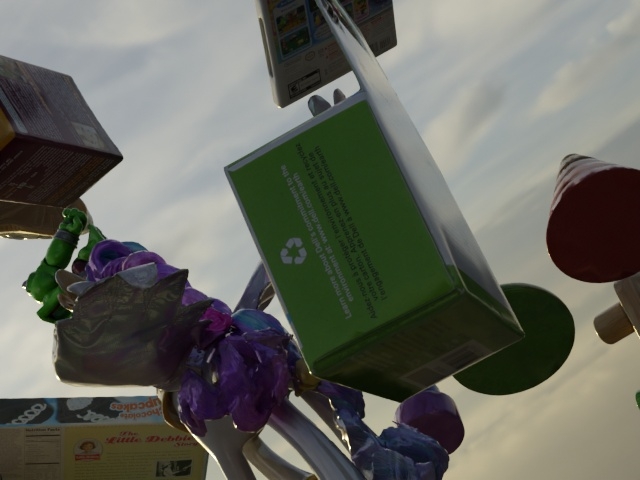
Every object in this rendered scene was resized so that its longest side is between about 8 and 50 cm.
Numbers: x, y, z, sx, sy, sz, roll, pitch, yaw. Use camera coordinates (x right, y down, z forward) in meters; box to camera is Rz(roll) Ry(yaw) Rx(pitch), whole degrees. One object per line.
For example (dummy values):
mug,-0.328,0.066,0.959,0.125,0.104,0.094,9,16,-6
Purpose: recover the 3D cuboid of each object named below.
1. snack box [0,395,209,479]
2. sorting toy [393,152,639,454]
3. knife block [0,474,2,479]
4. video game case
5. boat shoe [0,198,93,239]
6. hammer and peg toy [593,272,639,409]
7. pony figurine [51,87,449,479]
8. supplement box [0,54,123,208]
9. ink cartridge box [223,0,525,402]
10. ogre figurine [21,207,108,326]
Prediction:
snack box,-0.326,0.312,1.864,0.322,0.060,0.187,1,-50,-13
sorting toy,0.184,0.048,1.227,0.365,0.127,0.126,-53,26,24
knife block,-0.490,0.367,1.753,0.088,0.275,0.242,-28,-53,-31
video game case,0.008,-0.226,1.271,0.157,0.019,0.143,-31,-46,-23
boat shoe,-0.506,-0.044,2.071,0.096,0.277,0.098,66,-143,-75
hammer and peg toy,0.461,0.189,1.356,0.127,0.361,0.266,-37,-20,35
pony figurine,-0.064,0.099,0.999,0.303,0.363,0.351,-36,-9,-36
supplement box,-0.267,-0.096,1.093,0.081,0.104,0.188,-39,-15,15
ink cartridge box,0.013,-0.042,0.774,0.097,0.255,0.189,-29,-20,11
ogre figurine,-0.279,0.059,1.510,0.118,0.197,0.097,-42,-5,-3
